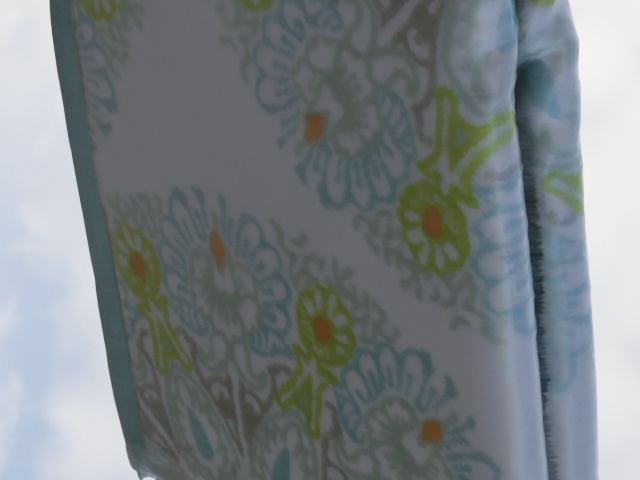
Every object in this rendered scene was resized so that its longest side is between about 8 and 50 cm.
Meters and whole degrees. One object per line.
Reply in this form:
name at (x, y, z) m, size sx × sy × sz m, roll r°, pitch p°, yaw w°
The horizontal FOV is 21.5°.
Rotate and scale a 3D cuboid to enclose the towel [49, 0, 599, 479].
towel at (0.000, 0.000, 0.852) m, size 0.320 × 0.090 × 0.374 m, roll 14°, pitch -61°, yaw 45°
